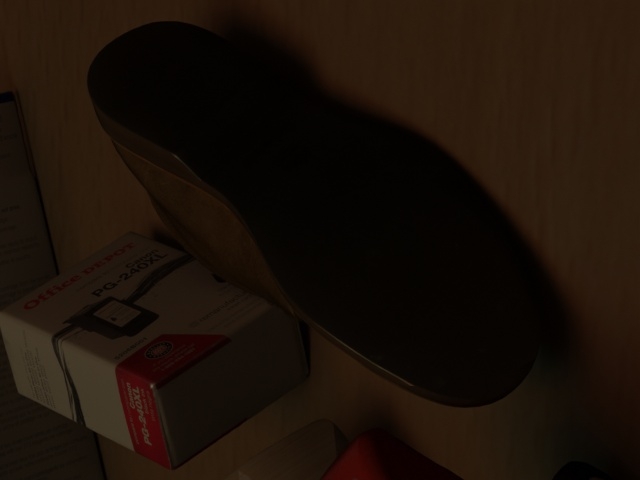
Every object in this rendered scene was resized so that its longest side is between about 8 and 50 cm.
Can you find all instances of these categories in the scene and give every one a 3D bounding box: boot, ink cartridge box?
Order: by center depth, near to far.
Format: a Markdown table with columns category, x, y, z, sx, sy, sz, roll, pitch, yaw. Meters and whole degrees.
| category | x | y | z | sx | sy | sz | roll | pitch | yaw |
| --- | --- | --- | --- | --- | --- | --- | --- | --- | --- |
| boot | 0.000 | 0.000 | 0.975 | 0.305 | 0.112 | 0.115 | 39 | 155 | 31 |
| ink cartridge box | -0.100 | 0.060 | 1.065 | 0.150 | 0.109 | 0.063 | 19 | 132 | 42 |
| ink cartridge box | -0.244 | 0.100 | 1.191 | 0.069 | 0.176 | 0.371 | -3 | 100 | 49 |

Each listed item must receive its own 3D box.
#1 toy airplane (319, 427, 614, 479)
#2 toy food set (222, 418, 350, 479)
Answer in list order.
| category | x | y | z | sx | sy | sz | roll | pitch | yaw |
| --- | --- | --- | --- | --- | --- | --- | --- | --- | --- |
| toy airplane | 0.148 | 0.274 | 0.745 | 0.384 | 0.272 | 0.386 | -1 | 87 | 28 |
| toy food set | -0.007 | 0.263 | 1.069 | 0.220 | 0.092 | 0.306 | 57 | 144 | 16 |
